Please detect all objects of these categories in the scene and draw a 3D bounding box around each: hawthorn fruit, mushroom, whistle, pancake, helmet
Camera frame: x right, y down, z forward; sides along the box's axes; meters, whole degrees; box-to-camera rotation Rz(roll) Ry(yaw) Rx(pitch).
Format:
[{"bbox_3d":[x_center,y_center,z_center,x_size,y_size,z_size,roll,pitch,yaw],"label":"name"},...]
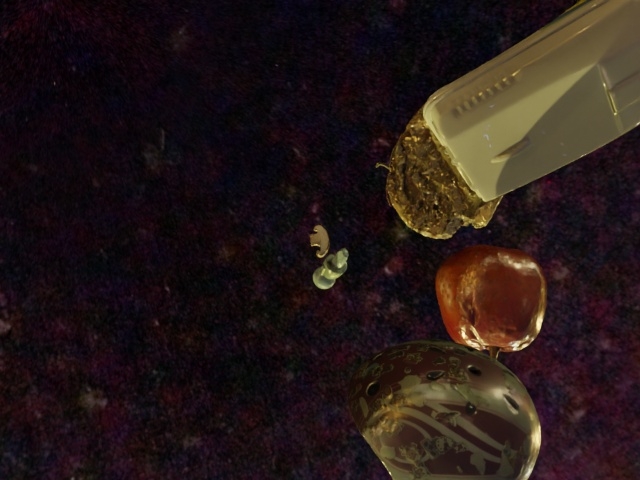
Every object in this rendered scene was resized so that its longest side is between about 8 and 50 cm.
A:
[{"bbox_3d":[0.275,0.111,0.864,0.179,0.179,0.201,17,72,-33],"label":"hawthorn fruit"},{"bbox_3d":[0.000,0.000,1.321,0.049,0.101,0.019,-6,141,1],"label":"mushroom"},{"bbox_3d":[0.016,0.041,0.767,0.035,0.035,0.100,-2,150,-27],"label":"whistle"},{"bbox_3d":[0.330,-0.183,1.404,0.071,0.382,0.383,4,113,-46],"label":"pancake"},{"bbox_3d":[0.125,0.153,0.479,0.176,0.153,0.107,36,122,-7],"label":"helmet"}]

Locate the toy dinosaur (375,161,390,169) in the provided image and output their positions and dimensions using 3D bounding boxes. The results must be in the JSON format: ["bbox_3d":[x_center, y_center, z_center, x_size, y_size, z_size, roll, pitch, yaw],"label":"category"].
[{"bbox_3d":[0.259,-0.213,1.641,0.180,0.037,0.058,-1,99,-15],"label":"toy dinosaur"}]

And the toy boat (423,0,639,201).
[{"bbox_3d":[0.228,-0.151,0.471,0.269,0.141,0.141,-38,126,11],"label":"toy boat"}]
